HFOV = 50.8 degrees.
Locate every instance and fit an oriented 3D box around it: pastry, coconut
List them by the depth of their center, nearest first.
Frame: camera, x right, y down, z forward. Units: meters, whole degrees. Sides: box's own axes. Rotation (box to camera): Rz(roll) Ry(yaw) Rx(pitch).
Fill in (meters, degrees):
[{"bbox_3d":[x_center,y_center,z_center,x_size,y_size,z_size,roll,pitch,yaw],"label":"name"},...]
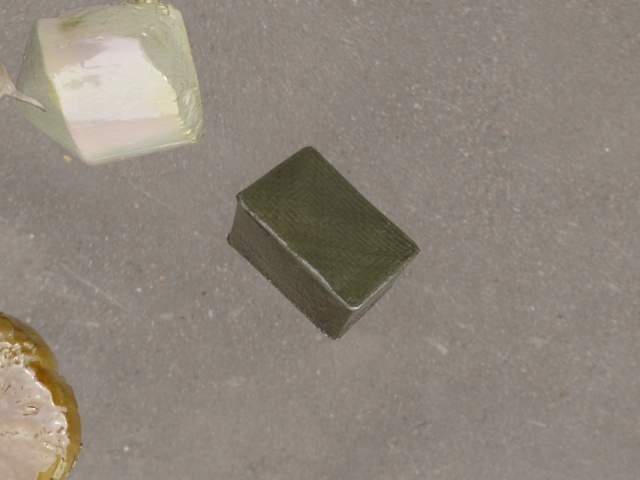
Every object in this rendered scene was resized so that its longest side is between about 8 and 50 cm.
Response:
[{"bbox_3d":[-0.504,0.256,1.012,0.255,0.162,0.311,-22,100,-17],"label":"pastry"},{"bbox_3d":[-0.380,-0.280,1.205,0.309,0.297,0.297,-12,118,-12],"label":"coconut"}]

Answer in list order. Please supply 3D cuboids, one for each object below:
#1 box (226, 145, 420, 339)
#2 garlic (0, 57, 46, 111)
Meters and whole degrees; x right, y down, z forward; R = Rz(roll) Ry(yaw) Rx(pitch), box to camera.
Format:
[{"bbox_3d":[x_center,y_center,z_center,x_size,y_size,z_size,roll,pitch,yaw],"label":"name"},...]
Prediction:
[{"bbox_3d":[0.000,0.001,1.134,0.273,0.184,0.143,43,149,11],"label":"box"},{"bbox_3d":[-0.238,-0.112,0.394,0.084,0.066,0.152,2,148,7],"label":"garlic"}]
